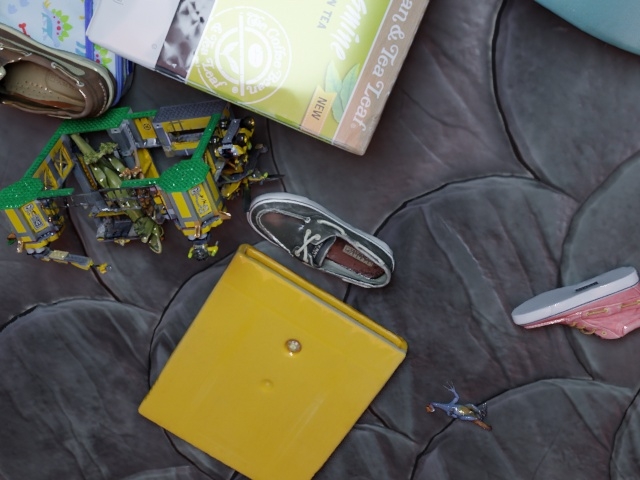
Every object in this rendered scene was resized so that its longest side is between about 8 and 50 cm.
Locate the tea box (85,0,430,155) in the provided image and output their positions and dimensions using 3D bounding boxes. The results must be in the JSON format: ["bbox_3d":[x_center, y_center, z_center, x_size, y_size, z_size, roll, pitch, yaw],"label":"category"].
[{"bbox_3d":[-0.036,-0.307,1.043,0.324,0.220,0.329,22,98,-3],"label":"tea box"}]

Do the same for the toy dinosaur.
[{"bbox_3d":[0.199,0.255,1.360,0.082,0.047,0.090,-5,122,28],"label":"toy dinosaur"}]

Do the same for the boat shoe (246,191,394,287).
[{"bbox_3d":[0.000,0.000,1.269,0.219,0.070,0.077,22,112,-1],"label":"boat shoe"}]

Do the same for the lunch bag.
[{"bbox_3d":[-0.326,-0.282,1.196,0.176,0.090,0.219,7,113,2],"label":"lunch bag"}]

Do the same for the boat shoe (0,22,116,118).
[{"bbox_3d":[-0.385,-0.209,1.132,0.257,0.095,0.095,12,117,2],"label":"boat shoe"}]

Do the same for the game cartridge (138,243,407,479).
[{"bbox_3d":[-0.076,0.203,1.373,0.285,0.052,0.323,32,114,-5],"label":"game cartridge"}]

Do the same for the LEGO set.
[{"bbox_3d":[-0.218,-0.040,1.182,0.331,0.255,0.192,-10,128,11],"label":"LEGO set"}]

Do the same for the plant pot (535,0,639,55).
[{"bbox_3d":[0.326,-0.320,1.055,0.234,0.165,0.165,29,113,-22],"label":"plant pot"}]

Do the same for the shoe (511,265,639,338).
[{"bbox_3d":[0.357,0.103,1.266,0.178,0.063,0.081,-21,102,10],"label":"shoe"}]
